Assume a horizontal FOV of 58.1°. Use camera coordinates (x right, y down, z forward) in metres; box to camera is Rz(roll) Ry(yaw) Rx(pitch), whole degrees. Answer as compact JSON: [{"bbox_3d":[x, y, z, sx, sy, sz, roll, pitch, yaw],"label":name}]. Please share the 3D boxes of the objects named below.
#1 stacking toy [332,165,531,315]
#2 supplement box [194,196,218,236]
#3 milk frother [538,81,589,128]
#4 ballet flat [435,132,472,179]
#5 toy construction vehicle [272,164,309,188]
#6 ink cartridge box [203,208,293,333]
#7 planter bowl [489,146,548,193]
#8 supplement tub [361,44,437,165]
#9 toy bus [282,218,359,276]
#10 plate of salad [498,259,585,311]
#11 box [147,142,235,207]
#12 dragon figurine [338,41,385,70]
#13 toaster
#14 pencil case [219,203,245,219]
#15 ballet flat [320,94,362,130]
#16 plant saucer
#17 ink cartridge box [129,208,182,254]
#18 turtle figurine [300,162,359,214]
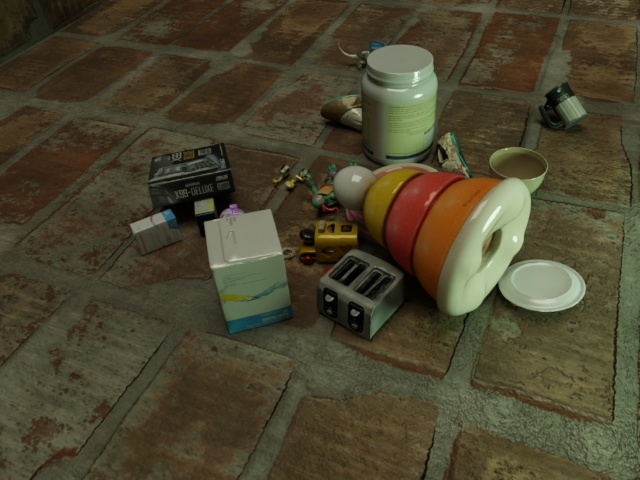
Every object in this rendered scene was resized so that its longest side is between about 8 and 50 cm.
[{"bbox_3d":[0.231,-0.070,1.420,0.480,0.350,0.351,32,54,31],"label":"stacking toy"},{"bbox_3d":[-0.331,-0.071,1.682,0.056,0.083,0.083,-11,43,-5],"label":"supplement box"},{"bbox_3d":[0.832,-0.450,1.979,0.143,0.129,0.134,-14,74,-51],"label":"milk frother"},{"bbox_3d":[0.418,-0.252,1.824,0.077,0.091,0.240,-29,34,20],"label":"ballet flat"},{"bbox_3d":[-0.094,-0.199,1.841,0.086,0.035,0.098,27,53,16],"label":"toy construction vehicle"},{"bbox_3d":[-0.173,0.074,1.401,0.169,0.232,0.171,-13,44,-8],"label":"ink cartridge box"},{"bbox_3d":[0.575,-0.184,1.698,0.162,0.109,0.162,-3,42,3],"label":"planter bowl"},{"bbox_3d":[0.248,-0.426,1.833,0.236,0.324,0.235,-3,43,2],"label":"supplement tub"},{"bbox_3d":[0.012,-0.004,1.561,0.202,0.104,0.191,-33,49,-27],"label":"toy bus"},{"bbox_3d":[0.544,0.115,1.424,0.200,0.048,0.199,-8,33,5],"label":"plate of salad"},{"bbox_3d":[-0.399,-0.207,1.783,0.243,0.076,0.307,-12,26,-7],"label":"box"},{"bbox_3d":[0.220,-0.761,2.375,0.289,0.085,0.144,25,51,28],"label":"dragon figurine"},{"bbox_3d":[0.106,0.126,1.408,0.168,0.110,0.186,28,52,29],"label":"toaster"},{"bbox_3d":[-0.234,-0.004,1.599,0.087,0.088,0.206,-11,42,-9],"label":"pencil case"},{"bbox_3d":[0.177,-0.452,2.047,0.343,0.116,0.124,-9,62,-10],"label":"ballet flat"},{"bbox_3d":[0.232,-0.121,1.652,0.333,0.084,0.332,-9,39,7],"label":"plant saucer"},{"bbox_3d":[-0.468,-0.024,1.641,0.123,0.088,0.052,-24,46,-20],"label":"ink cartridge box"},{"bbox_3d":[0.023,-0.160,1.720,0.176,0.118,0.234,16,35,22],"label":"turtle figurine"}]
